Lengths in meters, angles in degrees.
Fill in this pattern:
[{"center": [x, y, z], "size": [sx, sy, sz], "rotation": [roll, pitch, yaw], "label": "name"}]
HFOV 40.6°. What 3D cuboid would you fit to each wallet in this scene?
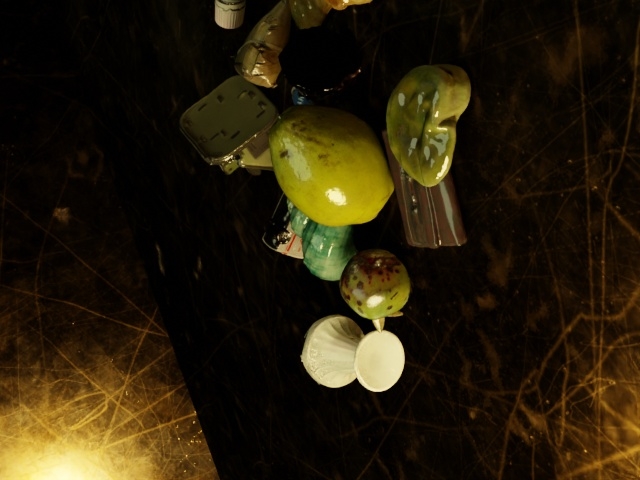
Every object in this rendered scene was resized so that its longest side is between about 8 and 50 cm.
[{"center": [0.180, -0.100, 1.532], "size": [0.182, 0.049, 0.229], "rotation": [0, 105, 66], "label": "wallet"}]

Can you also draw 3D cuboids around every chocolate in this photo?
[{"center": [0.002, -0.307, 1.663], "size": [0.156, 0.156, 0.133], "rotation": [59, 170, 25], "label": "chocolate"}]

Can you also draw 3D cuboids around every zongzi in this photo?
[{"center": [-0.118, -0.437, 1.882], "size": [0.194, 0.099, 0.197], "rotation": [-139, 68, -69], "label": "zongzi"}]

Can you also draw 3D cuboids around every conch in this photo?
[{"center": [0.007, -0.014, 1.837], "size": [0.202, 0.134, 0.196], "rotation": [67, 153, 8], "label": "conch"}]

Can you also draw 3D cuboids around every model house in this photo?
[{"center": [-0.163, -0.212, 2.058], "size": [0.218, 0.205, 0.278], "rotation": [50, 177, 40], "label": "model house"}]

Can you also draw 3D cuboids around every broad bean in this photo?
[{"center": [0.169, -0.191, 1.409], "size": [0.153, 0.072, 0.206], "rotation": [44, 130, 38], "label": "broad bean"}]

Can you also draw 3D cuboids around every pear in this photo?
[{"center": [0.018, -0.144, 1.627], "size": [0.269, 0.212, 0.212], "rotation": [38, 160, -16], "label": "pear"}]

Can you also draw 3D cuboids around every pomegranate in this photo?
[{"center": [0.112, 0.092, 1.718], "size": [0.148, 0.148, 0.169], "rotation": [61, 179, 21], "label": "pomegranate"}]

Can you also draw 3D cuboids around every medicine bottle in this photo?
[{"center": [-0.198, -0.573, 1.933], "size": [0.083, 0.083, 0.203], "rotation": [56, 150, 29], "label": "medicine bottle"}]

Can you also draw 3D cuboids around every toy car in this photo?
[{"center": [-0.042, -0.065, 1.945], "size": [0.089, 0.108, 0.209], "rotation": [35, 102, 57], "label": "toy car"}]

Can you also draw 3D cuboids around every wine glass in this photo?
[{"center": [0.075, 0.246, 1.869], "size": [0.196, 0.165, 0.165], "rotation": [-2, 105, 56], "label": "wine glass"}]

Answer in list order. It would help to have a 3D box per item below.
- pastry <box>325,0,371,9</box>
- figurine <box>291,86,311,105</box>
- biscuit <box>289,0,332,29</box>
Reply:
[{"center": [0.043, -0.510, 1.460], "size": [0.218, 0.100, 0.229], "rotation": [37, 137, 46], "label": "pastry"}, {"center": [-0.031, -0.324, 1.788], "size": [0.087, 0.086, 0.149], "rotation": [-39, 58, 39], "label": "figurine"}, {"center": [-0.004, -0.491, 1.662], "size": [0.118, 0.029, 0.247], "rotation": [63, 153, 7], "label": "biscuit"}]
